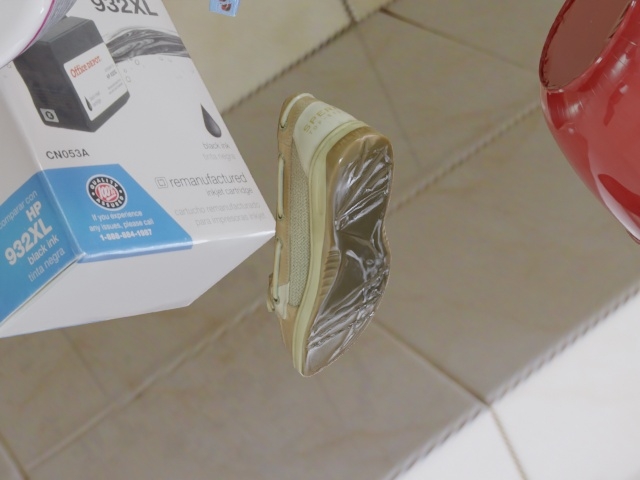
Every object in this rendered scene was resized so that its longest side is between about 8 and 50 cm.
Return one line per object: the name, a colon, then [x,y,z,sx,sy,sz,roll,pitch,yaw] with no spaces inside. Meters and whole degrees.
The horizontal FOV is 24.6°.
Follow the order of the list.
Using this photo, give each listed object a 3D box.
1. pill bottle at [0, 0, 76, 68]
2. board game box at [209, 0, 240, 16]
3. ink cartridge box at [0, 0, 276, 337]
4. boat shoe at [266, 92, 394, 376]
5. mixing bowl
pill bottle: [-0.218,-0.185,0.876,0.160,0.283,0.160,0,105,-2]
board game box: [-0.093,-0.396,1.730,0.039,0.160,0.211,11,141,2]
ink cartridge box: [-0.202,-0.098,1.134,0.129,0.307,0.223,-38,162,35]
boat shoe: [-0.001,0.000,0.688,0.056,0.048,0.153,-33,146,-30]
mixing bowl: [0.182,-0.096,0.792,0.098,0.181,0.181,27,95,-16]
